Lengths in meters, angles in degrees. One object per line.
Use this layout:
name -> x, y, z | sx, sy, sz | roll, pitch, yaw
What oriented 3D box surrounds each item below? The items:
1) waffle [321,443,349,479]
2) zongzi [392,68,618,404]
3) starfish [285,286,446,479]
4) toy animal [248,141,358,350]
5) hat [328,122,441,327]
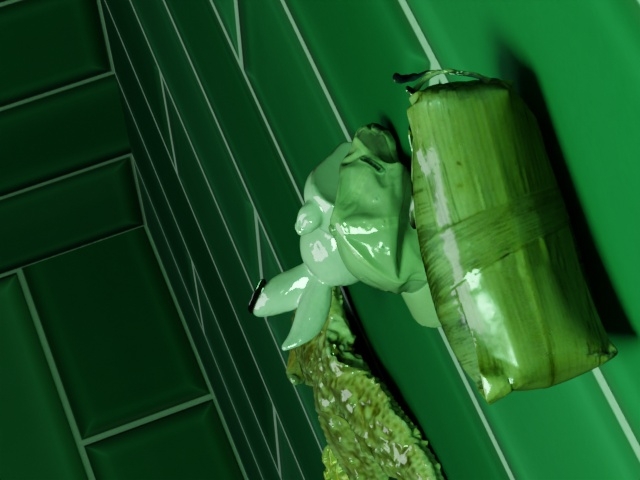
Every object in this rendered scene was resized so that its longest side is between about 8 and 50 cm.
waffle -> 0.066, 0.375, 2.091 | 0.250, 0.056, 0.261 | 87, 164, -55
zongzi -> 0.104, -0.005, 1.064 | 0.204, 0.094, 0.205 | 85, 169, -85
starfish -> 0.044, 0.206, 1.835 | 0.324, 0.082, 0.432 | 91, 155, -56
toy animal -> 0.000, 0.000, 1.543 | 0.131, 0.127, 0.181 | 57, 153, 31
hat -> 0.054, -0.001, 1.391 | 0.122, 0.081, 0.166 | -117, 2, -48
